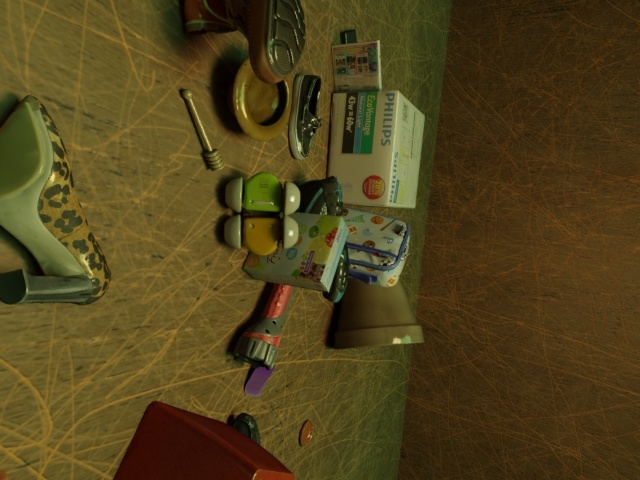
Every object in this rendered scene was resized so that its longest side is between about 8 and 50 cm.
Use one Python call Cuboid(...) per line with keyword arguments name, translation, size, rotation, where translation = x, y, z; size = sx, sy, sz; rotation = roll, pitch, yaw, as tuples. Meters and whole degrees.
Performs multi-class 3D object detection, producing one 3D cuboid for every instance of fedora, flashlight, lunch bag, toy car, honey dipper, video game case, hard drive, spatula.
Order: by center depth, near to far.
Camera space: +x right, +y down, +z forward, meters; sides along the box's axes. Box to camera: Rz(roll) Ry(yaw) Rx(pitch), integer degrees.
Cuboid(name="honey dipper", translation=(-0.229, -0.212, 0.795), size=(0.030, 0.031, 0.160), rotation=(-55, 138, -45))
Cuboid(name="fedora", translation=(-0.141, -0.308, 0.891), size=(0.194, 0.079, 0.194), rotation=(-27, 123, -53))
Cuboid(name="toy car", translation=(-0.131, -0.061, 0.925), size=(0.136, 0.159, 0.181), rotation=(-140, -128, -79))
Cuboid(name="flashlight", translation=(-0.119, 0.161, 1.033), size=(0.103, 0.103, 0.303), rotation=(-41, -153, 57))
Cuboid(name="spatula", translation=(-0.131, 0.266, 1.099), size=(0.084, 0.031, 0.296), rotation=(46, 55, -55))
Cuboid(name="lunch bag", translation=(0.122, 0.017, 1.251), size=(0.243, 0.304, 0.114), rotation=(-59, 154, -42))
Cuboid(name="video game case", translation=(0.111, -0.530, 1.267), size=(0.019, 0.157, 0.143), rotation=(-39, 131, -49))
Cuboid(name="hard drive", translation=(0.101, -0.628, 1.379), size=(0.094, 0.022, 0.135), rotation=(-49, 138, -49))

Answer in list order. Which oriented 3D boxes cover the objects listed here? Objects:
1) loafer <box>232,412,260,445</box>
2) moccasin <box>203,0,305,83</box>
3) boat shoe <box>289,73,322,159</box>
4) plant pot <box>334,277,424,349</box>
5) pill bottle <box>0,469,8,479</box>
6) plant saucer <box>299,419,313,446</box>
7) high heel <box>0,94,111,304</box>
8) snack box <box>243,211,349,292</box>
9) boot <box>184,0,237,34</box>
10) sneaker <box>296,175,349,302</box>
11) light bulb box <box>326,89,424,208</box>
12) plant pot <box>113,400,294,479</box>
Cuboid(name="loafer", translation=(-0.193, 0.524, 0.979), size=(0.078, 0.076, 0.223), rotation=(-14, 112, -71))
Cuboid(name="moccasin", translation=(-0.120, -0.440, 0.740), size=(0.139, 0.147, 0.379), rotation=(32, 44, -67))
Cuboid(name="boat shoe", translation=(-0.031, -0.334, 1.114), size=(0.080, 0.076, 0.228), rotation=(3, 93, -64))
Cuboid(name="plant pot", translation=(0.198, 0.249, 1.517), size=(0.323, 0.324, 0.280), rotation=(25, 56, -63))
Cuboid(name="pill bottle", translation=(-0.417, 0.372, 0.420), size=(0.130, 0.131, 0.245), rotation=(40, 60, -60))
Cuboid(name="plant saucer", translation=(-0.048, 0.645, 1.379), size=(0.083, 0.013, 0.083), rotation=(-28, 121, -60))
Cuboid(name="high heel", translation=(-0.350, -0.042, 0.560), size=(0.186, 0.093, 0.260), rotation=(69, 18, -83))
Cuboid(name="snack box", translation=(-0.057, 0.021, 0.991), size=(0.070, 0.207, 0.174), rotation=(58, 44, -52))
Cuboid(name="boot", translation=(-0.195, -0.438, 0.778), size=(0.158, 0.059, 0.084), rotation=(-39, 125, -54))
Cuboid(name="sneaker", translation=(0.000, 0.000, 1.119), size=(0.125, 0.140, 0.340), rotation=(47, 37, -75))
Cuboid(name="light bulb box", translation=(0.198, -0.294, 1.426), size=(0.361, 0.226, 0.357), rotation=(-6, 102, -63))
Cuboid(name="plant pot", translation=(-0.206, 0.486, 0.761), size=(0.267, 0.236, 0.267), rotation=(57, 45, -52))
